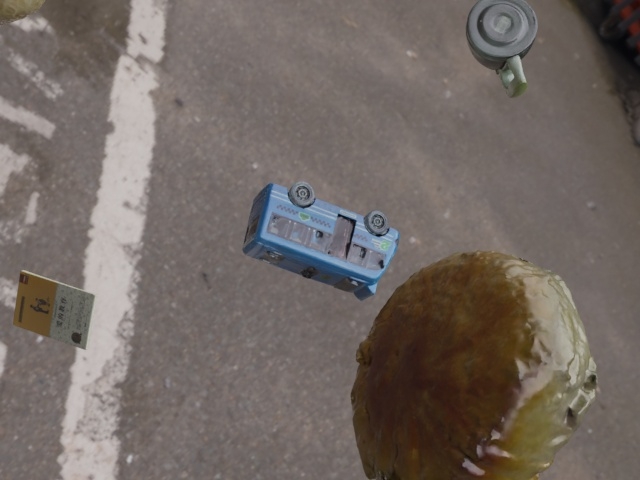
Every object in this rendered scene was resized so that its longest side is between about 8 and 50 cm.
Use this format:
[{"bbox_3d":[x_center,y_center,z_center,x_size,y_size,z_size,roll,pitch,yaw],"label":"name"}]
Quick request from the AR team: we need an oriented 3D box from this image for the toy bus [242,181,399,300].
[{"bbox_3d":[0.000,0.000,1.446,0.246,0.113,0.134,21,68,-15],"label":"toy bus"}]

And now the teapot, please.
[{"bbox_3d":[0.237,-0.255,1.156,0.091,0.092,0.124,63,37,-74],"label":"teapot"}]

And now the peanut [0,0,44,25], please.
[{"bbox_3d":[-0.503,-0.369,1.306,0.098,0.214,0.090,19,70,-50],"label":"peanut"}]

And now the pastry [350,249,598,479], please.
[{"bbox_3d":[0.157,0.151,0.991,0.136,0.329,0.330,26,39,-31],"label":"pastry"}]

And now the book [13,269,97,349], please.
[{"bbox_3d":[-0.526,0.137,1.706,0.172,0.118,0.012,16,13,14],"label":"book"}]
